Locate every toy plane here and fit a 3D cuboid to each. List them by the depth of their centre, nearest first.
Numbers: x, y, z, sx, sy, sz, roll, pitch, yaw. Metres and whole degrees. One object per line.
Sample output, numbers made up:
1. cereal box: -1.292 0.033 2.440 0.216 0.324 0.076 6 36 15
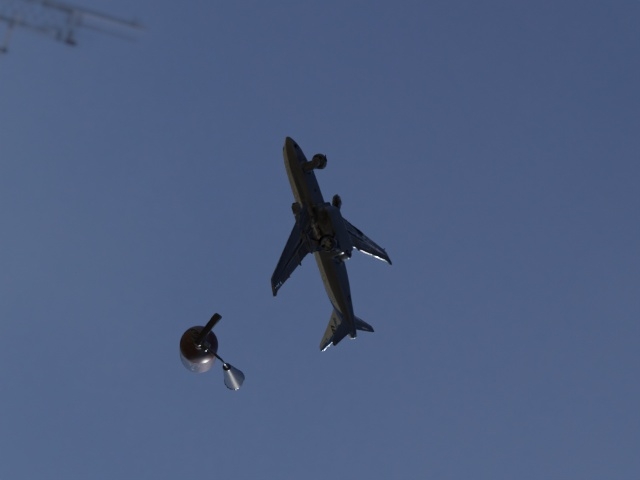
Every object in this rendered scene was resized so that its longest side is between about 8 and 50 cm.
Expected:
1. toy plane: 0.003 0.001 1.741 0.058 0.226 0.226 -9 -88 34

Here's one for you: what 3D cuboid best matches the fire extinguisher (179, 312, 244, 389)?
1. fire extinguisher: -0.069 0.076 1.075 0.046 0.032 0.100 61 -9 6
